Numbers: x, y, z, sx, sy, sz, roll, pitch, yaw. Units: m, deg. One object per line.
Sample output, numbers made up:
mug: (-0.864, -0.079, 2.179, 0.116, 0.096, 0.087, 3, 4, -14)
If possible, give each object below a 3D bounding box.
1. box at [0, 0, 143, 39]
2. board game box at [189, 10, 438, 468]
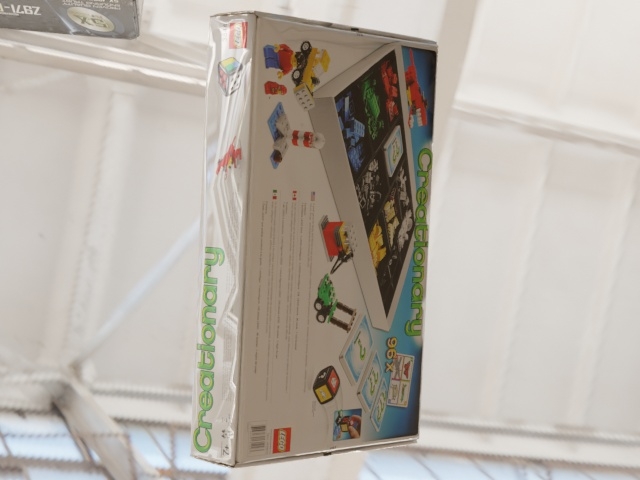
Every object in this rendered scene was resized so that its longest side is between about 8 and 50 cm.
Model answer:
box: (-0.180, -0.229, 0.941, 0.147, 0.077, 0.180, 5, -106, -3)
board game box: (0.000, 0.000, 1.056, 0.193, 0.053, 0.305, 1, -88, -46)
